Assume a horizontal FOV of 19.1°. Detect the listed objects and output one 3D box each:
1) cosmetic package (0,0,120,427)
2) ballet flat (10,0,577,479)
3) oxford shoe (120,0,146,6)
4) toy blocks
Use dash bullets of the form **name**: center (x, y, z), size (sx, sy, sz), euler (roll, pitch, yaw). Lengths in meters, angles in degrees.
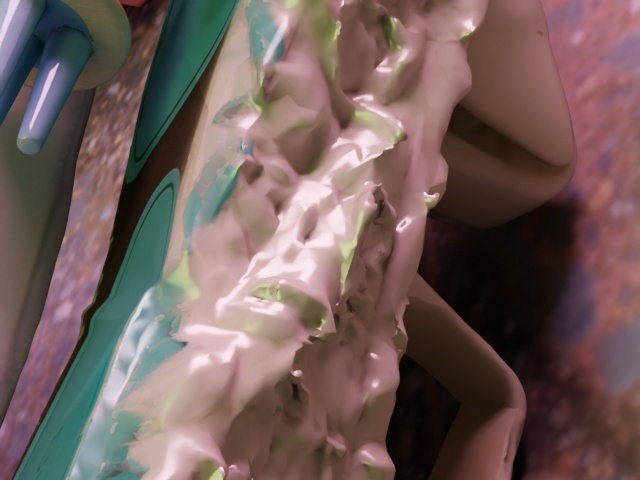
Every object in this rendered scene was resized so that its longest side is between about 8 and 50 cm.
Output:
- **cosmetic package**: center (-0.322, -0.001, 0.586), size (0.327, 0.394, 0.329), euler (-39, 31, 45)
- **ballet flat**: center (0.000, 0.000, 0.533), size (0.147, 0.147, 0.408), euler (-20, 45, 47)
- **oxford shoe**: center (-0.191, -0.125, 0.909), size (0.397, 0.146, 0.140), euler (-46, 34, 27)
- **toy blocks**: center (-0.059, -0.102, 0.537), size (0.123, 0.054, 0.148), euler (-50, 21, 47)
